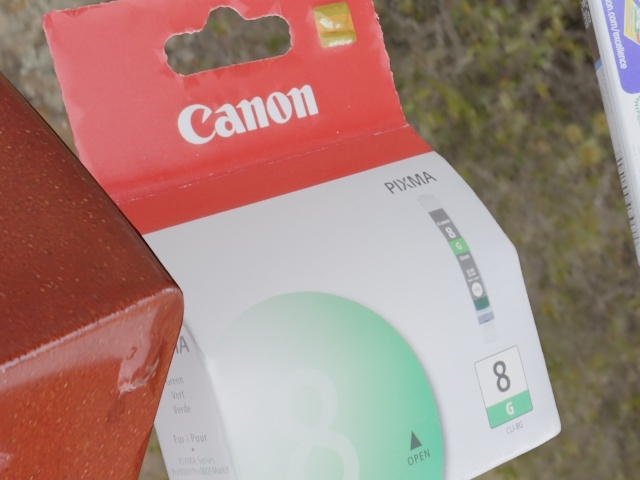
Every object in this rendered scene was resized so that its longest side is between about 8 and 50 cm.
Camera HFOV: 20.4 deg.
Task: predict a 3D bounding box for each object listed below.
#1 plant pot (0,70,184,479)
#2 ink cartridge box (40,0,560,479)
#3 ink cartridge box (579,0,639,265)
[{"bbox_3d":[-0.195,0.058,0.494,0.267,0.235,0.267,-26,138,-58],"label":"plant pot"},{"bbox_3d":[0.000,0.000,0.717,0.181,0.225,0.056,-18,-174,-42],"label":"ink cartridge box"},{"bbox_3d":[0.279,-0.105,1.115,0.208,0.206,0.045,-12,175,-2],"label":"ink cartridge box"}]
